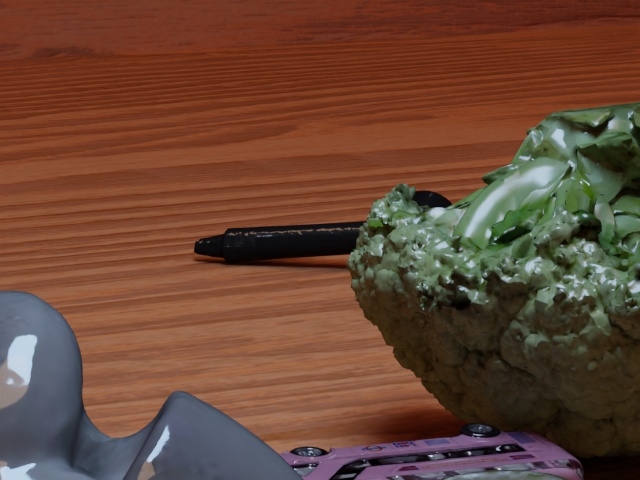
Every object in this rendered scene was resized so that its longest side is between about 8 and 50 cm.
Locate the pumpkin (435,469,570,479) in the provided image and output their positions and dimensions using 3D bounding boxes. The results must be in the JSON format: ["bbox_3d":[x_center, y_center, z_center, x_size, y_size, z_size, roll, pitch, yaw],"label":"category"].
[{"bbox_3d":[0.076,0.176,0.973,0.217,0.110,0.217,4,16,-1],"label":"pumpkin"}]

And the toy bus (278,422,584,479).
[{"bbox_3d":[0.055,0.152,1.153,0.203,0.063,0.090,-3,14,-21],"label":"toy bus"}]

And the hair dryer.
[{"bbox_3d":[0.000,-0.001,1.805,0.248,0.070,0.114,-1,13,10],"label":"hair dryer"}]

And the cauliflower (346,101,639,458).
[{"bbox_3d":[0.173,0.015,1.282,0.275,0.250,0.272,19,-12,-12],"label":"cauliflower"}]

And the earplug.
[{"bbox_3d":[-0.121,0.146,0.918,0.326,0.214,0.175,18,-5,44],"label":"earplug"}]
